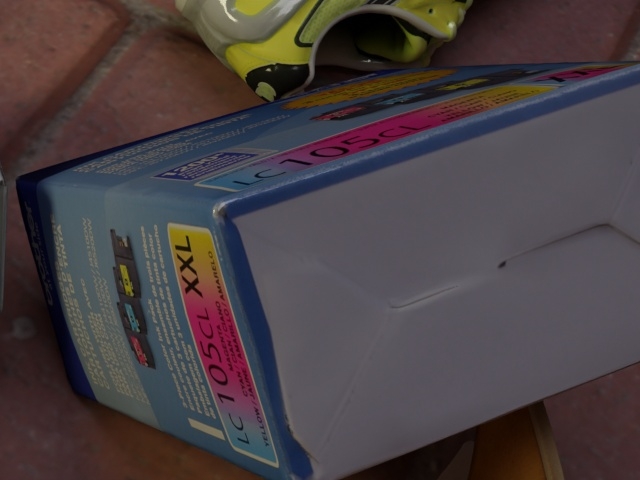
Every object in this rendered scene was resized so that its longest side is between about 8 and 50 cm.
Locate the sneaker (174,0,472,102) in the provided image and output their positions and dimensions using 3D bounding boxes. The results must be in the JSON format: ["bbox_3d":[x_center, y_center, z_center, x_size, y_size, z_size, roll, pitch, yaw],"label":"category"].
[{"bbox_3d":[0.071,-0.202,1.322,0.384,0.145,0.147,-23,78,-25],"label":"sneaker"}]

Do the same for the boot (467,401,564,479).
[{"bbox_3d":[0.032,0.208,0.910,0.211,0.104,0.295,-8,65,5],"label":"boot"}]

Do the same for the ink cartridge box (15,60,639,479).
[{"bbox_3d":[0.000,0.000,1.009,0.270,0.395,0.151,-18,100,-23],"label":"ink cartridge box"}]

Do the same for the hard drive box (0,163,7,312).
[{"bbox_3d":[-0.290,-0.045,1.062,0.181,0.089,0.232,-2,29,-16],"label":"hard drive box"}]

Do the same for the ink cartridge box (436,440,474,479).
[{"bbox_3d":[0.130,0.205,1.008,0.180,0.060,0.104,31,52,15],"label":"ink cartridge box"}]
